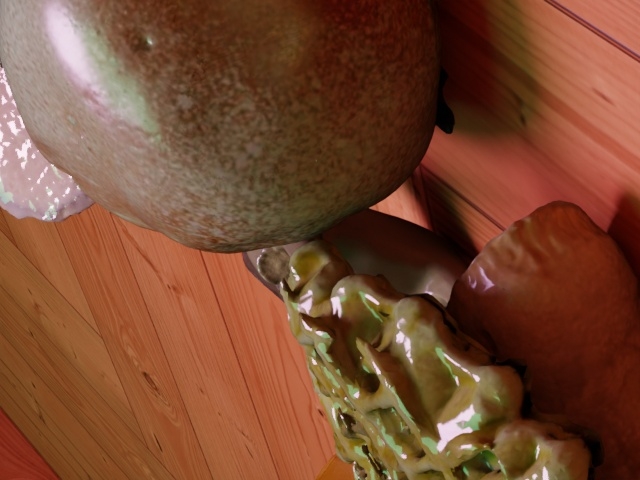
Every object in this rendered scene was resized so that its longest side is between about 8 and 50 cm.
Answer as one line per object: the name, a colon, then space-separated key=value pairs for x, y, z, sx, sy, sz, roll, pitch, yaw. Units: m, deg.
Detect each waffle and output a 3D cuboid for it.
waffle: x=0.081 y=0.150 z=1.204 sx=0.317 sy=0.073 sz=0.297 roll=39 pitch=154 yaw=38

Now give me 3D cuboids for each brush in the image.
brush: x=-0.228 y=-0.163 z=1.655 sx=0.267 sy=0.174 sz=0.166 roll=67 pitch=-163 yaw=-10

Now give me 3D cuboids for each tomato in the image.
tomato: x=-0.073 y=-0.133 z=1.236 sx=0.303 sy=0.239 sz=0.303 roll=48 pitch=156 yaw=30

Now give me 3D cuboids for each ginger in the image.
ginger: x=0.168 y=0.121 z=1.237 sx=0.190 sy=0.126 sz=0.354 roll=40 pitch=159 yaw=55

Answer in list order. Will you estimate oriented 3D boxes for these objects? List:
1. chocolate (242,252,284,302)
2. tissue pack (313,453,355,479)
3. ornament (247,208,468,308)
chocolate: x=0.046 y=0.084 z=1.609 sx=0.329 sy=0.065 sz=0.102 roll=43 pitch=157 yaw=33
tissue pack: x=0.095 y=0.284 z=1.629 sx=0.194 sy=0.145 sz=0.274 roll=41 pitch=167 yaw=-15
ornament: x=0.000 y=0.000 z=1.391 sx=0.230 sy=0.061 sz=0.245 roll=20 pitch=-161 yaw=-24
